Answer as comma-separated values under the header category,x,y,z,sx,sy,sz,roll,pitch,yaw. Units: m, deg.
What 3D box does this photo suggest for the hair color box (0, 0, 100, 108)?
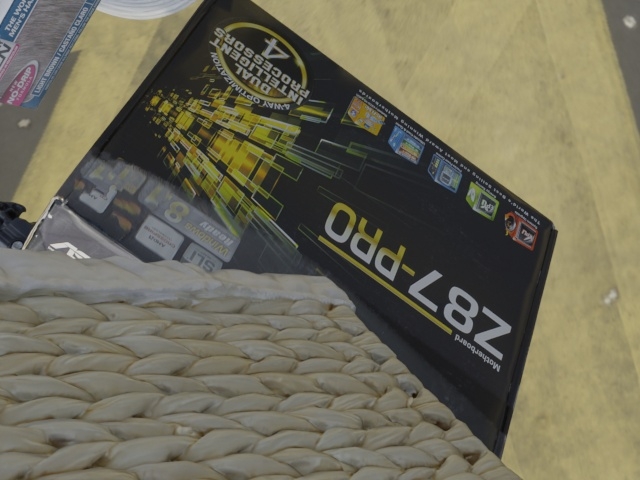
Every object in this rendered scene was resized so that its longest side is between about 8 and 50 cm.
category,x,y,z,sx,sy,sz,roll,pitch,yaw
hair color box,-0.379,-0.308,1.088,0.347,0.105,0.174,46,111,26

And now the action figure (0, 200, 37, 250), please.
category,x,y,z,sx,sy,sz,roll,pitch,yaw
action figure,-0.245,-0.016,1.116,0.341,0.178,0.330,29,68,19

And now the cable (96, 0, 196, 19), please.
category,x,y,z,sx,sy,sz,roll,pitch,yaw
cable,-0.230,-0.384,1.281,0.257,0.089,0.257,-18,136,28

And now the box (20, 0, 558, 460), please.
category,x,y,z,sx,sy,sz,roll,pitch,yaw
box,0.000,0.000,0.889,0.395,0.318,0.097,36,137,-10

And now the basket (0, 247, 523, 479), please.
category,x,y,z,sx,sy,sz,roll,pitch,yaw
basket,-0.095,0.205,0.474,0.266,0.331,0.328,40,112,40
